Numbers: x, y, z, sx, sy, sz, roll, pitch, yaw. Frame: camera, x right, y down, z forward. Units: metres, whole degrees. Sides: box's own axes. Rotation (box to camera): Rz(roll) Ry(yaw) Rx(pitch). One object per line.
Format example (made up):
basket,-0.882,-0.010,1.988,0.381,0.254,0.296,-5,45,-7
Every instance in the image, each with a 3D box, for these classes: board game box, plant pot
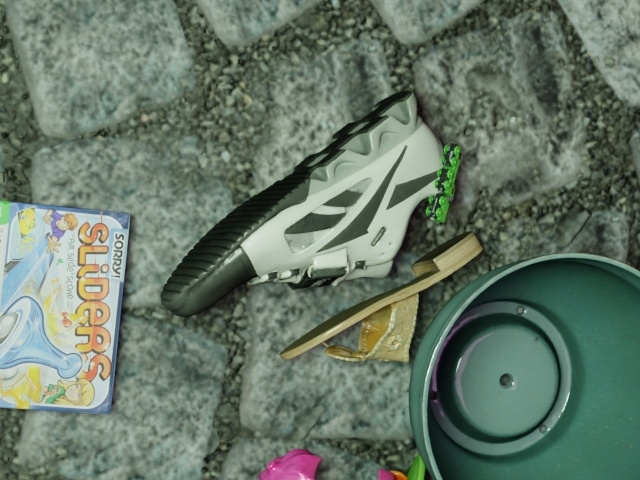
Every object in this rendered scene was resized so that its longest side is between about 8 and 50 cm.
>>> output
board game box,-0.264,0.066,1.616,0.136,0.035,0.201,5,91,-14
plant pot,0.213,0.151,1.655,0.293,0.196,0.293,-1,94,-14

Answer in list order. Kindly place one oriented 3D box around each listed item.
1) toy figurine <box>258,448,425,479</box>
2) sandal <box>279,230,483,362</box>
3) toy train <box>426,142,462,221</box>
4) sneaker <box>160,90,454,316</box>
toy figurine,0.008,0.279,1.672,0.159,0.130,0.173,15,114,-1
sandal,0.079,0.084,1.676,0.240,0.088,0.079,-33,95,-16
toy train,0.126,-0.057,1.651,0.024,0.017,0.083,34,70,-52
sneaker,0.000,0.000,1.633,0.330,0.122,0.146,-36,104,-14
